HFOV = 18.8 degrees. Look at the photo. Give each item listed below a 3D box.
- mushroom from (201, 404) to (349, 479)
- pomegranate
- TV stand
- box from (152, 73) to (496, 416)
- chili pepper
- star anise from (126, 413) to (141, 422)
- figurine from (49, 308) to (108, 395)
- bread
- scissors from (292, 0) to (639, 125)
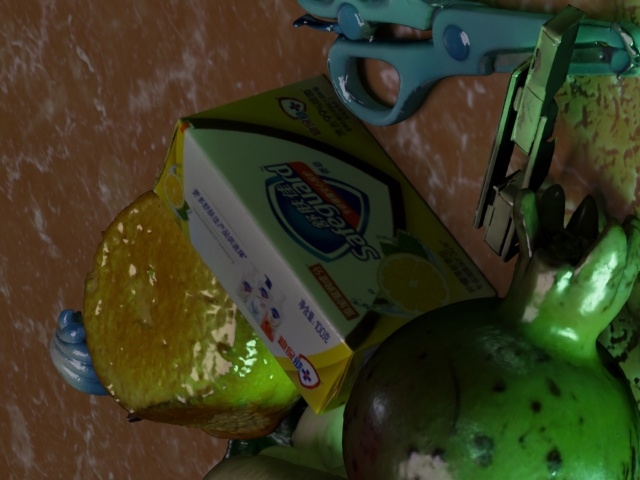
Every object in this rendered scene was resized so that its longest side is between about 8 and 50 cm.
[{"bbox_3d":[0.009,0.251,1.735,0.260,0.254,0.234,135,154,-74],"label":"mushroom"},{"bbox_3d":[0.146,0.112,1.467,0.242,0.242,0.306,16,80,50],"label":"pomegranate"},{"bbox_3d":[0.155,-0.078,1.434,0.042,0.036,0.249,41,149,23],"label":"TV stand"},{"bbox_3d":[0.000,0.000,1.623,0.265,0.168,0.097,54,141,23],"label":"box"},{"bbox_3d":[-0.034,0.202,1.881,0.108,0.062,0.216,41,138,25],"label":"chili pepper"},{"bbox_3d":[-0.124,0.118,1.956,0.144,0.158,0.140,68,-174,-81],"label":"star anise"},{"bbox_3d":[-0.251,0.129,2.136,0.114,0.079,0.114,42,156,24],"label":"figurine"},{"bbox_3d":[-0.103,0.056,1.783,0.268,0.146,0.268,0,91,43],"label":"bread"},{"bbox_3d":[0.107,-0.164,1.493,0.393,0.032,0.180,12,125,51],"label":"scissors"}]
